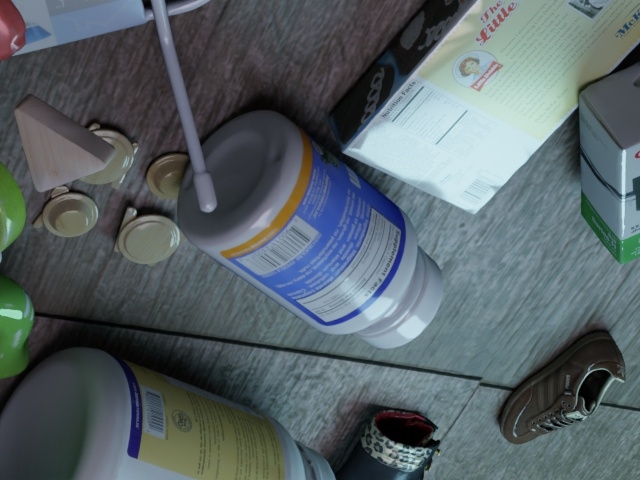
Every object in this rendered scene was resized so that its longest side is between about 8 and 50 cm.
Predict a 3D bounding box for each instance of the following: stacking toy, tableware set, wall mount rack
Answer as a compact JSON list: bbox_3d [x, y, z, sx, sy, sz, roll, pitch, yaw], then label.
[{"bbox_3d":[-0.345,-0.080,1.294,0.279,0.130,0.309,46,136,-15],"label":"stacking toy"},{"bbox_3d":[-0.193,-0.043,1.599,0.169,0.020,0.141,17,122,-29],"label":"tableware set"},{"bbox_3d":[-0.228,-0.148,1.415,0.350,0.130,0.304,-14,134,-5],"label":"wall mount rack"}]

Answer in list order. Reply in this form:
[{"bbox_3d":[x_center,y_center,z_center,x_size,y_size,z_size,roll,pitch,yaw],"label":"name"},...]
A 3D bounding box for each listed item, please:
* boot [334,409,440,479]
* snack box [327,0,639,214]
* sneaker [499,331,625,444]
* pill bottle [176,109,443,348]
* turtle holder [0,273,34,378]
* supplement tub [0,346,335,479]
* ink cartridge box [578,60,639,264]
[{"bbox_3d":[0.111,0.300,1.967,0.236,0.085,0.178,15,122,-30],"label":"boot"},{"bbox_3d":[0.179,-0.180,1.567,0.187,0.060,0.322,24,120,-36],"label":"snack box"},{"bbox_3d":[0.286,0.190,1.931,0.066,0.071,0.188,22,121,-33],"label":"sneaker"},{"bbox_3d":[0.000,0.000,1.610,0.152,0.152,0.272,-39,132,17],"label":"pill bottle"},{"bbox_3d":[-0.432,0.064,1.502,0.320,0.243,0.227,-30,169,-49],"label":"turtle holder"},{"bbox_3d":[-0.168,0.271,1.740,0.331,0.241,0.241,26,119,-35],"label":"supplement tub"},{"bbox_3d":[0.346,-0.090,1.646,0.153,0.087,0.208,-26,146,-7],"label":"ink cartridge box"}]
